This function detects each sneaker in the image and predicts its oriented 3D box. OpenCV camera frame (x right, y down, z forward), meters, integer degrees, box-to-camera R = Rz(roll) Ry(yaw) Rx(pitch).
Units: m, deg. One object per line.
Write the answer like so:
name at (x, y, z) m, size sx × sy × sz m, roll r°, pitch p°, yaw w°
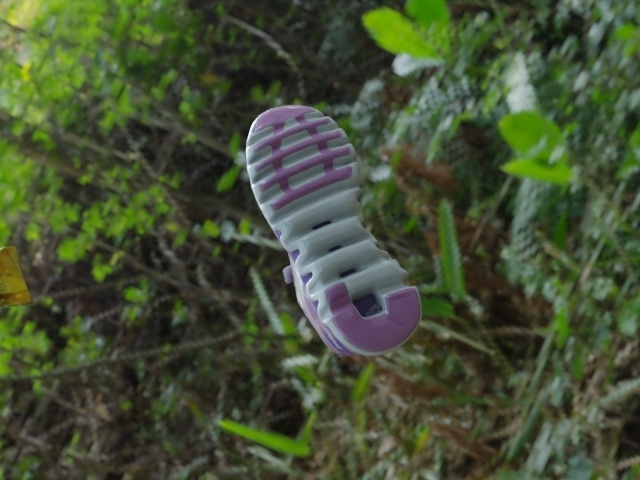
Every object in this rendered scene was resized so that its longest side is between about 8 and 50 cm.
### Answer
sneaker at (0.000, 0.000, 1.099) m, size 0.104 × 0.095 × 0.236 m, roll 112°, pitch 137°, yaw -67°

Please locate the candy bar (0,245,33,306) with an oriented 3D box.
candy bar at (-0.261, 0.037, 0.798) m, size 0.018 × 0.161 × 0.040 m, roll 131°, pitch 124°, yaw -66°
